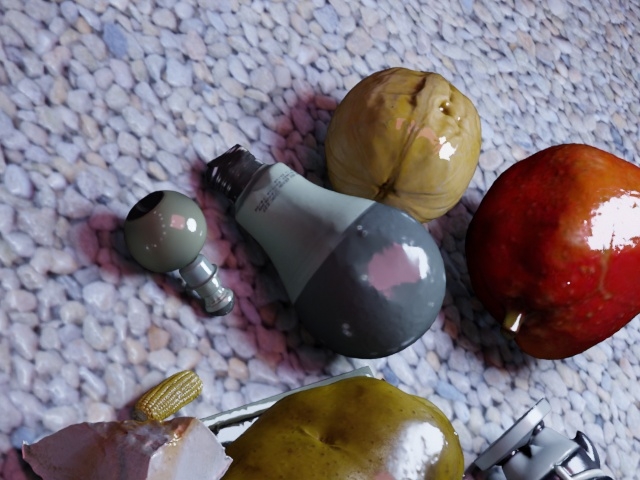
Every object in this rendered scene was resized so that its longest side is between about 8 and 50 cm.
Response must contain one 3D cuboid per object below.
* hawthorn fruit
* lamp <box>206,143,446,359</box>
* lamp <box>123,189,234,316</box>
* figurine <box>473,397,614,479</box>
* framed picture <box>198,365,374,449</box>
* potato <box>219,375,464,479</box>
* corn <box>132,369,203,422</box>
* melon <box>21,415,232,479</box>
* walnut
[{"bbox_3d":[0.311,0.028,1.994,0.265,0.265,0.307,45,57,-12],"label":"hawthorn fruit"},{"bbox_3d":[0.018,-0.008,1.783,0.182,0.182,0.314,-27,80,-50],"label":"lamp"},{"bbox_3d":[-0.148,0.022,1.683,0.163,0.091,0.091,56,37,-25],"label":"lamp"},{"bbox_3d":[0.299,0.325,1.852,0.176,0.133,0.236,-42,82,-12],"label":"figurine"},{"bbox_3d":[-0.006,0.283,1.680,0.335,0.022,0.247,-13,73,-47],"label":"framed picture"},{"bbox_3d":[0.001,0.252,1.562,0.369,0.176,0.195,-28,84,-44],"label":"potato"},{"bbox_3d":[-0.159,0.164,1.601,0.092,0.037,0.037,-33,89,-46],"label":"corn"},{"bbox_3d":[-0.186,0.223,1.437,0.202,0.093,0.139,2,42,-2],"label":"melon"},{"bbox_3d":[0.106,-0.124,1.940,0.195,0.195,0.222,43,45,-14],"label":"walnut"}]
